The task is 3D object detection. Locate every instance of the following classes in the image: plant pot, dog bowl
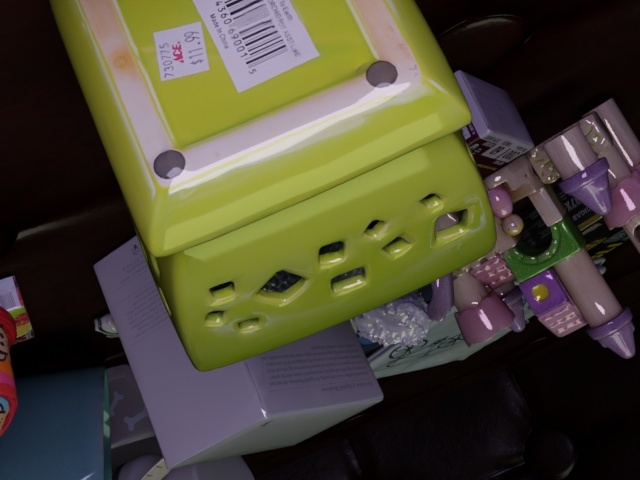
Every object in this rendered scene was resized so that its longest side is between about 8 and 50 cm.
[{"bbox_3d":[-0.031,-0.082,0.734,0.227,0.228,0.207,-23,156,-3],"label":"plant pot"},{"bbox_3d":[-0.362,0.294,1.350,0.235,0.293,0.293,-1,159,-9],"label":"plant pot"},{"bbox_3d":[-0.334,0.287,1.660,0.348,0.102,0.349,-23,163,-7],"label":"dog bowl"}]

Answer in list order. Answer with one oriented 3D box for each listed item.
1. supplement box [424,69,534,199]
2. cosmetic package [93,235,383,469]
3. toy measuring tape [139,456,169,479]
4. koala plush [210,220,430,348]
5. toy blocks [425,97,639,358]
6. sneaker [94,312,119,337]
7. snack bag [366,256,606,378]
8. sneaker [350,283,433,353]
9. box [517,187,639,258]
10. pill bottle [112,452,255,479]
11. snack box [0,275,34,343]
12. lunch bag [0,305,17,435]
[{"bbox_3d":[0.080,-0.070,1.177,0.239,0.073,0.130,-31,163,25],"label":"supplement box"},{"bbox_3d":[-0.080,0.096,1.200,0.138,0.225,0.224,-33,161,26],"label":"cosmetic package"},{"bbox_3d":[-0.167,0.184,1.483,0.330,0.121,0.121,-47,159,10],"label":"toy measuring tape"},{"bbox_3d":[0.000,0.000,1.029,0.221,0.196,0.203,3,161,-26],"label":"koala plush"},{"bbox_3d":[0.257,0.034,1.288,0.288,0.260,0.309,-31,180,24],"label":"toy blocks"},{"bbox_3d":[-0.232,0.098,1.348,0.037,0.032,0.083,-13,161,12],"label":"sneaker"},{"bbox_3d":[0.225,0.122,1.778,0.323,0.037,0.342,-6,155,-44],"label":"snack bag"},{"bbox_3d":[0.079,0.039,1.460,0.236,0.130,0.323,-30,161,-14],"label":"sneaker"},{"bbox_3d":[0.356,0.004,1.791,0.322,0.079,0.257,-37,161,36],"label":"box"},{"bbox_3d":[-0.269,0.422,1.628,0.361,0.204,0.204,-29,163,17],"label":"pill bottle"},{"bbox_3d":[-0.351,0.087,1.121,0.141,0.037,0.100,-19,161,-14],"label":"snack box"},{"bbox_3d":[-0.419,0.135,0.977,0.258,0.120,0.293,16,140,-37],"label":"lunch bag"}]
